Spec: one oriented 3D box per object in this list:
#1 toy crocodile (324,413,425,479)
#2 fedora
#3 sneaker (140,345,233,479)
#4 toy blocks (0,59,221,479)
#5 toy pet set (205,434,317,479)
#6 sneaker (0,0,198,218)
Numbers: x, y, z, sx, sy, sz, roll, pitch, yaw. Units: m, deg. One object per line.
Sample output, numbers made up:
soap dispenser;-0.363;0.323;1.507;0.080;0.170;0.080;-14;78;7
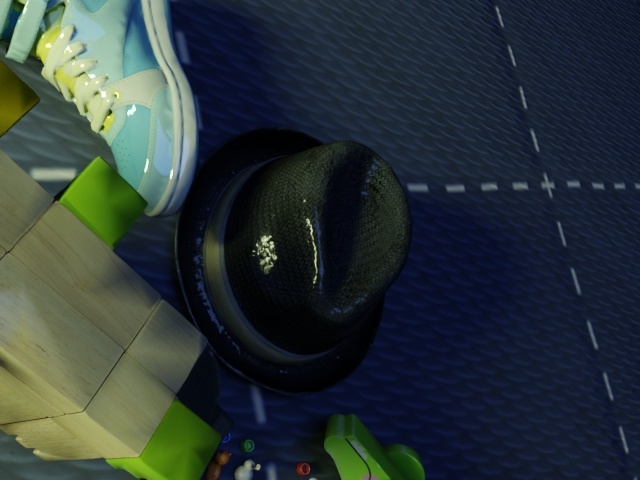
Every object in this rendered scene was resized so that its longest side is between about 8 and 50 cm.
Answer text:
toy crocodile;0.110;0.337;0.773;0.340;0.105;0.115;51;8;-10
fedora;0.000;0.000;0.781;0.334;0.152;0.334;15;63;-33
sneaker;-0.147;0.181;0.663;0.089;0.051;0.170;54;44;-7
toy blocks;-0.274;0.038;0.495;0.381;0.261;0.191;47;48;-23
toy pet set;-0.052;0.261;0.692;0.122;0.065;0.114;29;57;-26
sneaker;-0.247;-0.168;0.676;0.208;0.127;0.319;2;62;-40
